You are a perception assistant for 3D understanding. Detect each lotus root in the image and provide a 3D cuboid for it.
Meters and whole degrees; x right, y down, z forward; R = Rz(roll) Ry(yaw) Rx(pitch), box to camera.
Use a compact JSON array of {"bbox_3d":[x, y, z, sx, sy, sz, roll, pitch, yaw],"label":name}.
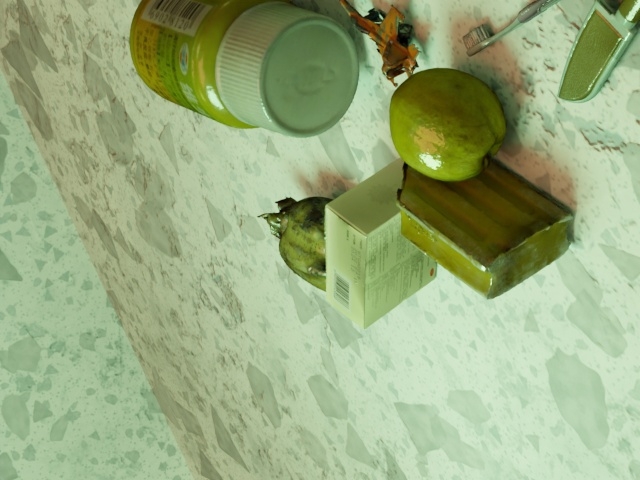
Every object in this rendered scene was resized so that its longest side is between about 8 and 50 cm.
[{"bbox_3d":[0.002,0.000,2.280,0.278,0.154,0.154,29,140,51],"label":"lotus root"}]

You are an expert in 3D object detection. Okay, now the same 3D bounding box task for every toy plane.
[{"bbox_3d":[0.088,-0.297,1.921,0.135,0.062,0.188,92,155,-47],"label":"toy plane"}]

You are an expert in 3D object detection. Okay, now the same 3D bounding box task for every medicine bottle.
[{"bbox_3d":[-0.122,-0.291,2.117,0.384,0.224,0.224,25,137,51],"label":"medicine bottle"}]

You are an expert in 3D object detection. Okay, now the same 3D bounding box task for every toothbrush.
[{"bbox_3d":[0.262,-0.289,1.631,0.029,0.024,0.354,60,155,-2],"label":"toothbrush"}]

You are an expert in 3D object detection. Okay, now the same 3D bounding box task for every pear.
[{"bbox_3d":[0.171,-0.153,1.799,0.162,0.149,0.149,39,147,33],"label":"pear"}]

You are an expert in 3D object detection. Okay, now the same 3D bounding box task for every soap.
[{"bbox_3d":[0.200,-0.040,1.842,0.257,0.160,0.080,40,149,41],"label":"soap"}]

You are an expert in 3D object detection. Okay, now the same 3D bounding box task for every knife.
[{"bbox_3d":[0.335,-0.250,1.530,0.061,0.027,0.343,50,156,16],"label":"knife"}]

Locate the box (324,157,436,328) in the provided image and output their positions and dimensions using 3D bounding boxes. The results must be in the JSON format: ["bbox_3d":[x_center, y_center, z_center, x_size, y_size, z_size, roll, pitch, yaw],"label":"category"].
[{"bbox_3d":[0.097,0.004,2.068,0.095,0.168,0.212,39,147,33],"label":"box"}]
